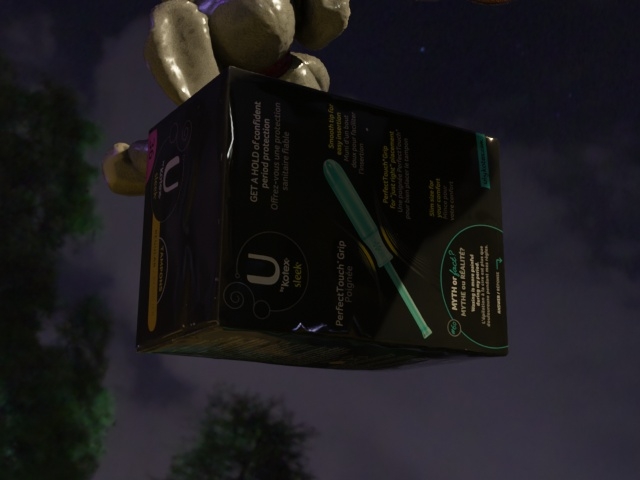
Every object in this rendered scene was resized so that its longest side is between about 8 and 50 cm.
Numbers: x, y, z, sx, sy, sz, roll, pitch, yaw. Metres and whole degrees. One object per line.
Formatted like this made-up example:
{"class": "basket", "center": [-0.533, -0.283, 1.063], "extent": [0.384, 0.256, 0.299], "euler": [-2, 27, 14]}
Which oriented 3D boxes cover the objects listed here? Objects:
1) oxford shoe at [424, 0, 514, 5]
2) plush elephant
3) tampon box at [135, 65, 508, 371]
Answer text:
{"class": "oxford shoe", "center": [0.157, -0.273, 0.894], "extent": [0.076, 0.212, 0.076], "euler": [-45, -115, 53]}
{"class": "plush elephant", "center": [-0.097, -0.193, 1.050], "extent": [0.330, 0.272, 0.255], "euler": [16, -52, 46]}
{"class": "tampon box", "center": [0.000, 0.000, 0.481], "extent": [0.161, 0.120, 0.101], "euler": [10, -17, -30]}
